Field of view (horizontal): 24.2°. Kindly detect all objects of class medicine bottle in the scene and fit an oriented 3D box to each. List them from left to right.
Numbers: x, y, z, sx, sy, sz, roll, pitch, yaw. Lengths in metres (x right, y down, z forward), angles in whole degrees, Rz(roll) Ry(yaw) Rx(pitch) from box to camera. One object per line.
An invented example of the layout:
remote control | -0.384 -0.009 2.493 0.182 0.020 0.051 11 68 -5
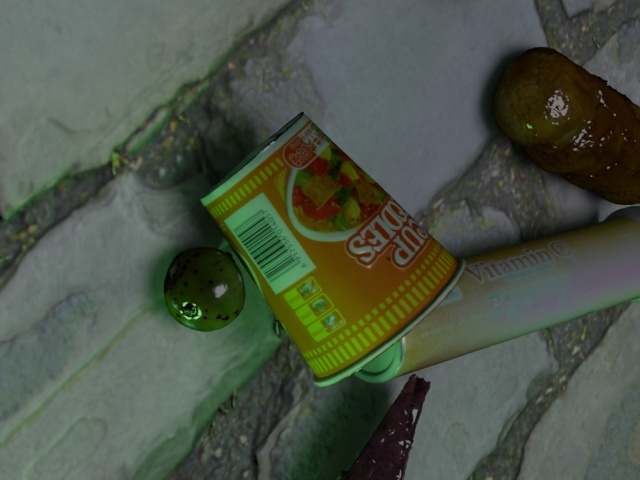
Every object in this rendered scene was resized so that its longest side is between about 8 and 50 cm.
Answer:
medicine bottle | 0.194 0.049 1.500 0.426 0.108 0.108 -12 106 -41

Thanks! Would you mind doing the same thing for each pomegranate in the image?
pomegranate | -0.096 0.033 1.236 0.073 0.073 0.084 35 43 -42

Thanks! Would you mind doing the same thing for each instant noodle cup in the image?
instant noodle cup | 0.000 0.000 1.241 0.168 0.168 0.185 -43 97 -31

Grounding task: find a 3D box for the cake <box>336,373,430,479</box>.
cake | 0.043 0.261 1.360 0.116 0.113 0.295 98 17 -71

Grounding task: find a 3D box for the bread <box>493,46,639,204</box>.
bread | 0.305 -0.107 1.590 0.344 0.084 0.124 24 81 -45
